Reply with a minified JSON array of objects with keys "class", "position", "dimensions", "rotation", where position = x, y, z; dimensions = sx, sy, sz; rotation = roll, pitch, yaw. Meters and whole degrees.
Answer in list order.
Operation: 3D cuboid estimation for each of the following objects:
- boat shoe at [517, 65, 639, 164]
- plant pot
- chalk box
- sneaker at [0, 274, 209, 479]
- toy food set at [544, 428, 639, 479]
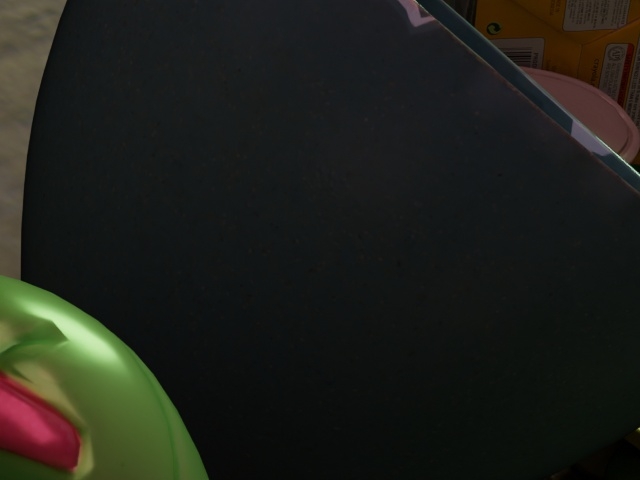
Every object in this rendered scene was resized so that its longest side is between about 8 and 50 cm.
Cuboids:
[{"class":"boat shoe","position":[0.013,-0.005,0.905],"dimensions":[0.335,0.095,0.112],"rotation":[-19,58,-32]},{"class":"plant pot","position":[0.000,0.000,0.689],"dimensions":[0.290,0.195,0.290],"rotation":[40,9,-7]},{"class":"chalk box","position":[0.133,-0.154,1.057],"dimensions":[0.132,0.132,0.213],"rotation":[0,40,-4]},{"class":"sneaker","position":[-0.229,0.098,0.560],"dimensions":[0.483,0.202,0.185],"rotation":[9,64,30]},{"class":"toy food set","position":[0.159,0.101,0.804],"dimensions":[0.218,0.071,0.128],"rotation":[38,26,33]}]
